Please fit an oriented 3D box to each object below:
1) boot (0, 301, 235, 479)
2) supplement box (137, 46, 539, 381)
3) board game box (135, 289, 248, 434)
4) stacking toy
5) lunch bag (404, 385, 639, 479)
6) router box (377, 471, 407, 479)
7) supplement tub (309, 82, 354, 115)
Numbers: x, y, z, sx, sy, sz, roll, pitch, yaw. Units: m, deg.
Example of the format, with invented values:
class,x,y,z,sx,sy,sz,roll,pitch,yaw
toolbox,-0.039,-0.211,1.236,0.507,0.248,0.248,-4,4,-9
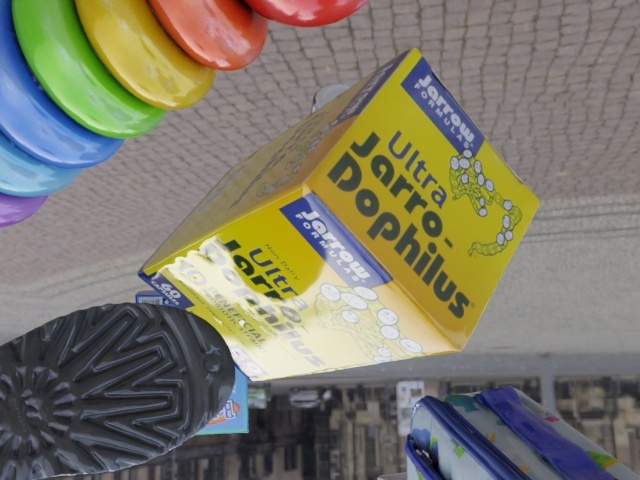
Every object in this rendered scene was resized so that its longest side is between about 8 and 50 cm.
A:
class,x,y,z,sx,sy,sz,roll,pitch,yaw
boot,-0.326,0.183,0.803,0.366,0.146,0.445,-13,174,-24
supplement box,0.000,0.000,0.731,0.194,0.195,0.356,46,146,-15
board game box,-0.186,0.177,1.054,0.160,0.211,0.047,0,-176,-7
stacking toy,-0.112,-0.108,0.393,0.330,0.141,0.141,-20,161,19
lunch bag,0.117,0.188,0.412,0.090,0.176,0.219,-3,-170,-12
router box,0.215,0.503,0.975,0.335,0.302,0.082,-1,171,45
supplement tub,0.031,-0.162,1.233,0.116,0.117,0.190,1,137,-9
